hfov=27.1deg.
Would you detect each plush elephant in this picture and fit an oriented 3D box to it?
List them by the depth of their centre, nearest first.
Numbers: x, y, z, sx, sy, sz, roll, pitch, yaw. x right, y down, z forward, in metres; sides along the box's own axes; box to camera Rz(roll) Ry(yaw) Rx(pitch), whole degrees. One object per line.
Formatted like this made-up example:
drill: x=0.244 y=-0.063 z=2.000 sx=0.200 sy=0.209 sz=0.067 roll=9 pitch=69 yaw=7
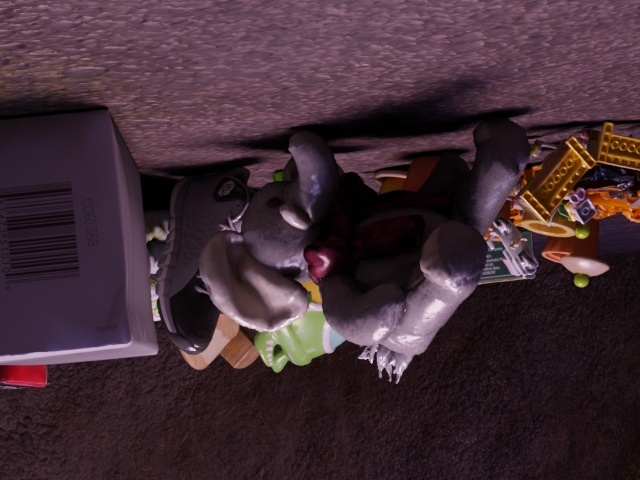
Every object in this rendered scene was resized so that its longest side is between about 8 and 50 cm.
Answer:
plush elephant: x=0.032 y=-0.009 z=1.398 sx=0.255 sy=0.272 sz=0.330 roll=29 pitch=137 yaw=1

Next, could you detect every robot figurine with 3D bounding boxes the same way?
robot figurine: x=0.388 y=-0.067 z=1.869 sx=0.291 sy=0.085 sz=0.211 roll=-3 pitch=174 yaw=-29

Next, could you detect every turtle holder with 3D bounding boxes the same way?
turtle holder: x=-0.033 y=0.047 z=2.095 sx=0.227 sy=0.243 sz=0.320 roll=-27 pitch=138 yaw=-1

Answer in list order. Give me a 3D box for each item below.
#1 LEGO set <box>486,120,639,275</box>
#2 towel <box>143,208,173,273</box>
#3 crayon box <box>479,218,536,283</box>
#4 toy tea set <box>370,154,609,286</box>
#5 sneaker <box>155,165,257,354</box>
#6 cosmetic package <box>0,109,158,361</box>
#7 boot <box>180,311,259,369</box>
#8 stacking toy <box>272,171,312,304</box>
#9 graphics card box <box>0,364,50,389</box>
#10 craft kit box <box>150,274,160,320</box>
LEGO set: x=0.305 y=-0.079 z=1.552 sx=0.287 sy=0.132 sz=0.107 roll=-28 pitch=-161 yaw=-16
towel: x=-0.259 y=-0.001 z=1.743 sx=0.320 sy=0.090 sz=0.374 roll=-3 pitch=180 yaw=28
crayon box: x=0.234 y=0.003 z=2.220 sx=0.203 sy=0.083 sz=0.323 roll=-6 pitch=-171 yaw=1
toy tea set: x=0.218 y=-0.006 z=1.683 sx=0.336 sy=0.124 sz=0.200 roll=14 pitch=170 yaw=-7
sneaker: x=-0.113 y=0.011 z=1.513 sx=0.132 sy=0.229 sz=0.086 roll=-18 pitch=149 yaw=31
cosmetic package: x=-0.253 y=0.013 z=1.307 sx=0.156 sy=0.217 sz=0.385 roll=-6 pitch=173 yaw=-5
boot: x=-0.216 y=0.101 z=2.092 sx=0.104 sy=0.211 sz=0.295 roll=-47 pitch=160 yaw=1
stacking toy: x=0.000 y=0.000 z=1.707 sx=0.052 sy=0.167 sz=0.221 roll=-8 pitch=174 yaw=20
graphics card box: x=-0.505 y=0.073 z=1.570 sx=0.370 sy=0.233 sz=0.094 roll=-7 pitch=170 yaw=21
craft kit box: x=-0.273 y=0.054 z=1.992 sx=0.249 sy=0.061 sz=0.246 roll=-10 pitch=-155 yaw=-23
